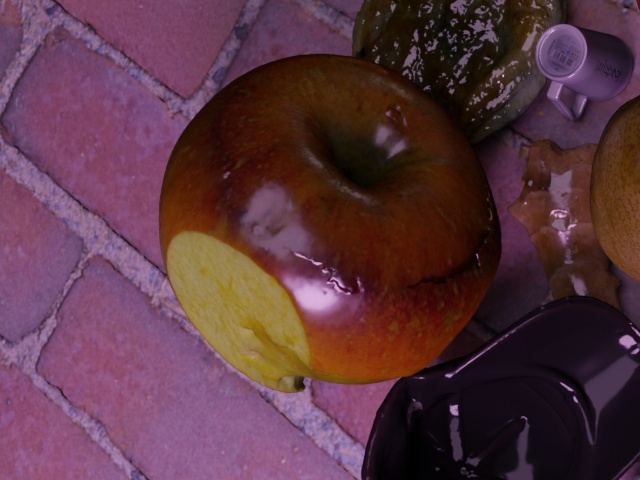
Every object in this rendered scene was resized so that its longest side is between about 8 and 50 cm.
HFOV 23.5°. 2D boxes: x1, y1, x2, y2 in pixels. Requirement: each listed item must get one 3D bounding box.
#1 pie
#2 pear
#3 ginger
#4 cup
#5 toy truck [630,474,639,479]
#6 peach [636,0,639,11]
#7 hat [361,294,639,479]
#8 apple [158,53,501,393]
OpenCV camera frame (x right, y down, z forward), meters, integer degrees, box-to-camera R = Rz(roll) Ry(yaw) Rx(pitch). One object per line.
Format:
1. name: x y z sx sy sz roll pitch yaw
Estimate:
1. pie: 0.152 -0.241 1.784 0.277 0.078 0.277 -6 78 27
2. pear: 0.379 -0.070 1.562 0.228 0.188 0.211 -20 76 9
3. ginger: 0.297 0.026 1.664 0.131 0.086 0.294 -24 79 12
4. cup: 0.281 -0.183 1.685 0.074 0.116 0.104 29 103 31
5. toy truck: 0.351 0.343 1.505 0.124 0.114 0.253 -37 33 17
6. peach: 0.421 -0.270 1.578 0.232 0.232 0.232 -5 79 28
7. hat: 0.207 0.205 1.655 0.336 0.209 0.238 -37 84 1
8. apple: 0.000 0.000 1.665 0.374 0.374 0.384 -34 61 20
